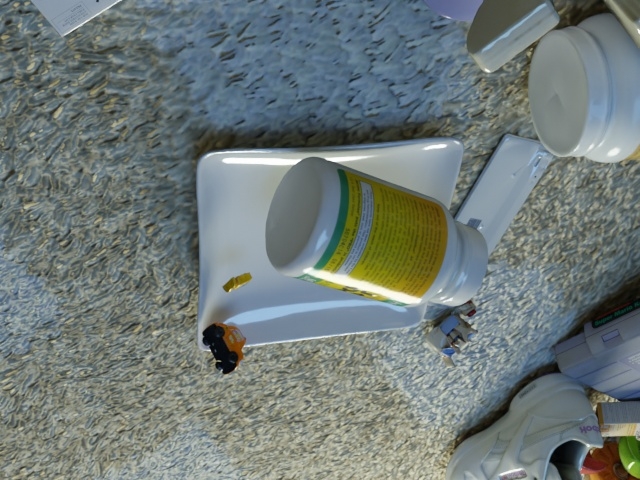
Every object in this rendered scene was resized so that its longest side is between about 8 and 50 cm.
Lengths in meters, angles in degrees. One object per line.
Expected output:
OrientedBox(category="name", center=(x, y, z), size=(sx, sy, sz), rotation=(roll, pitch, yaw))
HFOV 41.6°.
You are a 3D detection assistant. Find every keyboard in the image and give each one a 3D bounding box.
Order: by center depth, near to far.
OrientedBox(category="keyboard", center=(0.186, -0.015, 1.000), size=(0.072, 0.014, 0.256), rotation=(12, 125, -21))

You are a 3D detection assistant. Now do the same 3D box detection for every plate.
OrientedBox(category="plate", center=(0.000, 0.000, 0.928), size=(0.277, 0.045, 0.278), rotation=(-5, 131, -13))

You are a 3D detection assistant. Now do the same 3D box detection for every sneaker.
OrientedBox(category="sneaker", center=(0.291, 0.333, 1.241), size=(0.114, 0.152, 0.305), rotation=(13, 126, -30))

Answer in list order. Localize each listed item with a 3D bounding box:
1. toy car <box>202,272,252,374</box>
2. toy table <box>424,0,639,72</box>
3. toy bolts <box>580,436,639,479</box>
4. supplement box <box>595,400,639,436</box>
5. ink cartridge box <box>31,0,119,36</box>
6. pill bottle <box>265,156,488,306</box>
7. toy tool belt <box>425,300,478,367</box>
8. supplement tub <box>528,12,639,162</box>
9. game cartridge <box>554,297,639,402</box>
OrientedBox(category="toy car", center=(-0.087, 0.090, 0.913), size=(0.040, 0.060, 0.122), rotation=(-21, 151, -44))
OrientedBox(category="toy table", center=(0.211, -0.264, 0.690), size=(0.252, 0.161, 0.274), rotation=(27, 118, -34))
OrientedBox(category="toy bolts", center=(0.425, 0.391, 1.320), size=(0.228, 0.218, 0.158), rotation=(23, 133, -12))
OrientedBox(category="supplement box", center=(0.463, 0.266, 1.256), size=(0.098, 0.036, 0.062), rotation=(-5, 149, 12))
OrientedBox(category="ink cartridge box", center=(-0.149, -0.256, 0.655), size=(0.207, 0.046, 0.097), rotation=(-29, 134, 8))
OrientedBox(category="pill bottle", center=(0.060, 0.001, 0.838), size=(0.208, 0.117, 0.117), rotation=(17, 123, -29))
OrientedBox(category="toy tool belt", center=(0.179, 0.122, 1.083), size=(0.083, 0.051, 0.052), rotation=(-46, 159, 23))
OrientedBox(category="supplement tub", center=(0.323, -0.154, 0.830), size=(0.200, 0.144, 0.144), rotation=(-8, 132, -12))
OrientedBox(category="game cartridge", center=(0.525, 0.120, 1.141), size=(0.230, 0.068, 0.355), rotation=(30, 132, -32))
